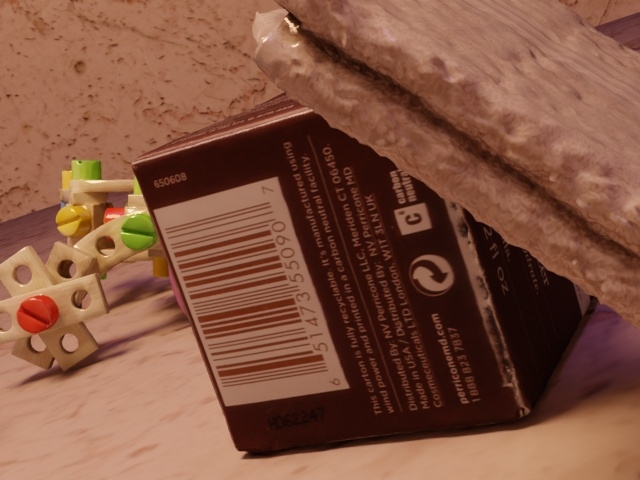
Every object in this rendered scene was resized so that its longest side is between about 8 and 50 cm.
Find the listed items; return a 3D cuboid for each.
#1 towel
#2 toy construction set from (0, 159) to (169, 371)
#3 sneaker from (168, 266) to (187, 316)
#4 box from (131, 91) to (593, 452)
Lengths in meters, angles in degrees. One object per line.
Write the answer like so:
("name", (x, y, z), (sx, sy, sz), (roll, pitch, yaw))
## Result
("towel", (0.119, -0.025, 0.410), (0.049, 0.282, 0.187), (-60, -11, 29))
("toy construction set", (-0.179, -0.004, 0.989), (0.215, 0.151, 0.328), (1, 19, 4))
("sneaker", (0.000, 0.000, 0.848), (0.236, 0.095, 0.104), (-14, 4, 26))
("box", (0.040, -0.010, 0.594), (0.167, 0.169, 0.203), (-14, 12, 30))
